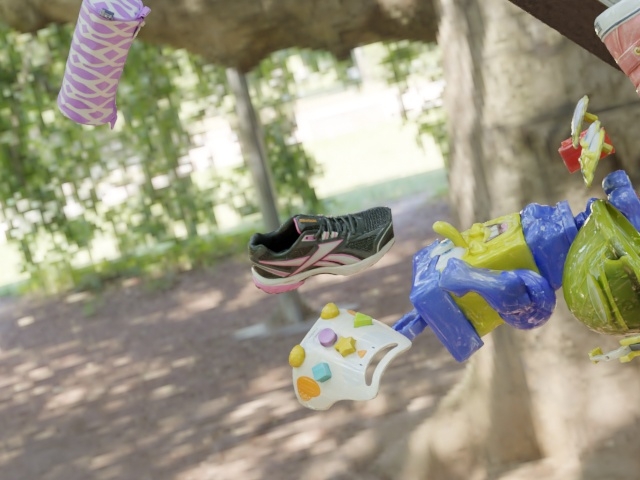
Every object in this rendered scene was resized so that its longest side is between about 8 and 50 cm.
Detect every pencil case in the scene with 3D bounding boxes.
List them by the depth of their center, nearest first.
[{"bbox_3d":[-0.290,-0.246,1.862,0.088,0.206,0.086,19,43,-8],"label":"pencil case"}]

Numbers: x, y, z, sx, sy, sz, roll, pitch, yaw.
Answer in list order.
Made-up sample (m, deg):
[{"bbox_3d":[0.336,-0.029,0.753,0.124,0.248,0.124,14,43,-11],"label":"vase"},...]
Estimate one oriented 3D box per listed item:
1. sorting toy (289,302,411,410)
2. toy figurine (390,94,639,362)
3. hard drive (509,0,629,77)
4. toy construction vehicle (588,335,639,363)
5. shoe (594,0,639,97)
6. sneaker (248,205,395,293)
[{"bbox_3d":[0.026,0.084,1.000,0.075,0.045,0.083,15,60,44],"label":"sorting toy"},{"bbox_3d":[0.153,0.052,1.026,0.217,0.191,0.362,-27,15,13],"label":"toy figurine"},{"bbox_3d":[0.265,-0.298,1.417,0.339,0.236,0.064,28,-45,-27],"label":"hard drive"},{"bbox_3d":[0.307,0.086,1.459,0.098,0.085,0.035,-18,14,48],"label":"toy construction vehicle"},{"bbox_3d":[0.313,-0.184,1.108,0.178,0.081,0.063,-30,-11,13],"label":"shoe"},{"bbox_3d":[0.000,0.000,1.590,0.178,0.077,0.072,-23,45,-2],"label":"sneaker"}]
